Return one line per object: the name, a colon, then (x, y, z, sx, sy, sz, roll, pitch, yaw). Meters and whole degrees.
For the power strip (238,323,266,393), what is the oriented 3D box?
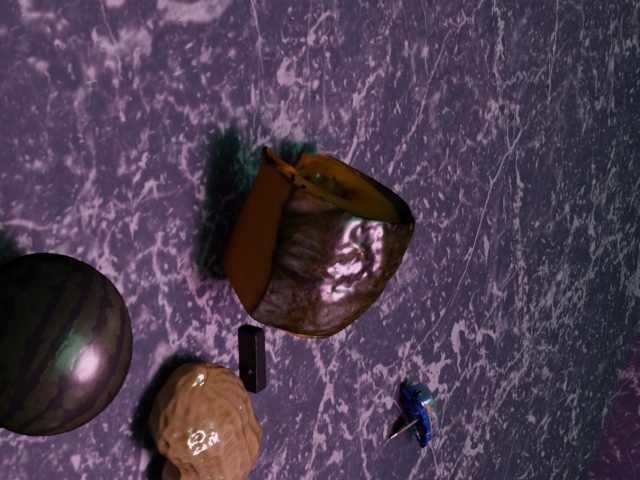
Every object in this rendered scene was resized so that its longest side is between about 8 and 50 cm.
power strip: (-0.110, 0.192, 1.821, 0.029, 0.037, 0.111, -27, 122, -50)

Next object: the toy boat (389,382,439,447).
toy boat: (0.189, 0.382, 2.350, 0.110, 0.091, 0.175, -26, 133, -12)

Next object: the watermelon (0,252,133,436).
watermelon: (-0.318, 0.121, 1.296, 0.212, 0.212, 0.212, -27, 123, -52)

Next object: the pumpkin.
pumpkin: (0.000, 0.000, 1.719, 0.303, 0.256, 0.225, -7, 130, -56)

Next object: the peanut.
peanut: (-0.171, 0.288, 1.689, 0.197, 0.110, 0.233, -47, 139, -40)
